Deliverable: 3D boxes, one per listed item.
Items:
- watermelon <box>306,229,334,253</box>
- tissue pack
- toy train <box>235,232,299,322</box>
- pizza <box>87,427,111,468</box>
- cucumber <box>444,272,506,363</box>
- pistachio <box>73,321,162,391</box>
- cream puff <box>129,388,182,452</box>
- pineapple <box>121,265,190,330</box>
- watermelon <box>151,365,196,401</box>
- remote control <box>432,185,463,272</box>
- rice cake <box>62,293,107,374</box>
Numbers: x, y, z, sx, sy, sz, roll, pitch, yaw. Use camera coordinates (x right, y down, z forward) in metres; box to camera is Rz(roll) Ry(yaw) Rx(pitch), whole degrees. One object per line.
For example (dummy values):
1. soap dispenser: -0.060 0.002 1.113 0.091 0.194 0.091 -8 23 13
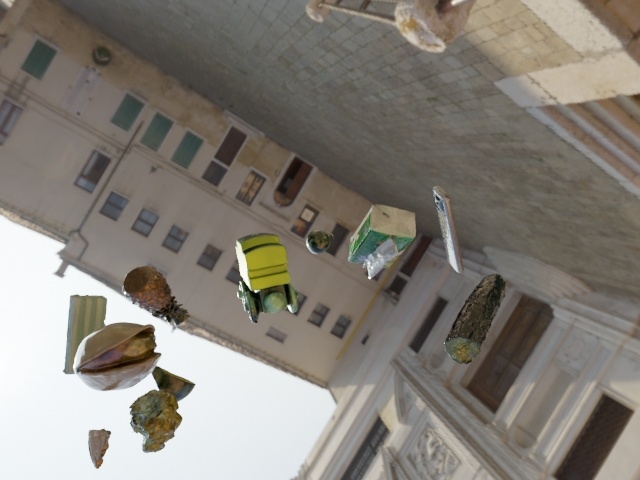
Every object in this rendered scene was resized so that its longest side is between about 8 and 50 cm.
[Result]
1. watermelon: -0.007 0.001 1.893 0.109 0.109 0.109 30 -179 -1
2. tissue pack: 0.189 0.014 1.477 0.147 0.156 0.209 13 148 -11
3. toy train: -0.199 0.110 1.616 0.179 0.273 0.442 -11 -174 -14
4. pizza: -0.453 0.424 0.984 0.025 0.078 0.083 25 -147 -54
5. cucumber: 0.361 0.152 1.064 0.072 0.303 0.081 7 123 33
6. pistachio: -0.399 0.227 0.928 0.215 0.144 0.144 -26 138 37
7. cream puff: -0.439 0.484 1.264 0.156 0.156 0.121 31 -146 33
8. pineapple: -0.652 0.250 1.927 0.169 0.169 0.340 31 158 38
9. watermelon: -0.450 0.450 1.445 0.092 0.075 0.181 20 161 28
10. remote control: 0.324 -0.022 1.205 0.067 0.029 0.261 -117 3 -53
11. rice cake: -0.698 0.281 1.412 0.043 0.237 0.127 -2 171 30
